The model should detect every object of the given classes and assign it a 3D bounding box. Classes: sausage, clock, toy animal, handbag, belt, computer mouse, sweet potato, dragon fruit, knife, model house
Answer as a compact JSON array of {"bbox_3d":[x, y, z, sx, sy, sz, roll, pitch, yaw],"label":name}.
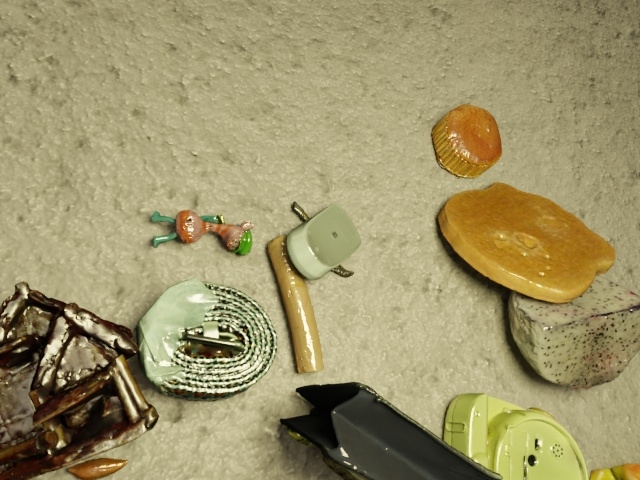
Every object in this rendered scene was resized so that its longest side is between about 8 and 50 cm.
[{"bbox_3d":[-0.053,0.132,0.975,0.065,0.066,0.302,-11,76,-21],"label":"sausage"},{"bbox_3d":[0.435,0.495,0.972,0.347,0.117,0.287,14,67,-13],"label":"clock"},{"bbox_3d":[-0.249,-0.022,0.961,0.208,0.100,0.103,2,31,-15],"label":"toy animal"},{"bbox_3d":[0.100,0.375,0.795,0.303,0.329,0.122,35,65,-9],"label":"handbag"},{"bbox_3d":[-0.216,0.190,0.851,0.257,0.150,0.207,14,58,-14],"label":"belt"},{"bbox_3d":[0.005,0.004,1.008,0.230,0.079,0.128,-33,94,-52],"label":"computer mouse"},{"bbox_3d":[-0.384,0.395,0.784,0.094,0.034,0.034,0,71,-17],"label":"sweet potato"},{"bbox_3d":[0.584,0.206,1.089,0.282,0.221,0.204,-11,119,-9],"label":"dragon fruit"},{"bbox_3d":[-0.004,0.004,1.058,0.045,0.021,0.222,-38,90,-32],"label":"knife"},{"bbox_3d":[-0.447,0.207,0.700,0.296,0.317,0.283,-14,79,-35],"label":"model house"}]

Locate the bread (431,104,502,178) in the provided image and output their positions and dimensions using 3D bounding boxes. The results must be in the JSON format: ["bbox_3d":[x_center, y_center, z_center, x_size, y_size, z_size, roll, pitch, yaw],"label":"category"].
[{"bbox_3d":[0.410,-0.278,1.254,0.198,0.104,0.199,5,70,-14],"label":"bread"}]

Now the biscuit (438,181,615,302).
[{"bbox_3d":[0.500,-0.006,1.134,0.364,0.062,0.385,-24,52,-29],"label":"biscuit"}]

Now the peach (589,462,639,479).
[{"bbox_3d":[0.824,0.648,0.979,0.379,0.242,0.307,15,62,-13],"label":"peach"}]
